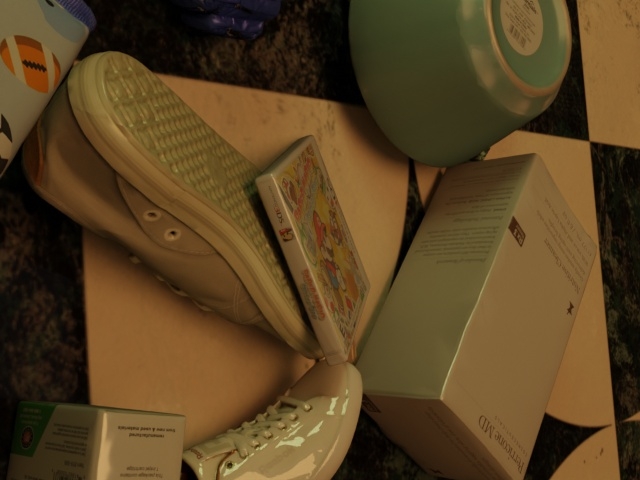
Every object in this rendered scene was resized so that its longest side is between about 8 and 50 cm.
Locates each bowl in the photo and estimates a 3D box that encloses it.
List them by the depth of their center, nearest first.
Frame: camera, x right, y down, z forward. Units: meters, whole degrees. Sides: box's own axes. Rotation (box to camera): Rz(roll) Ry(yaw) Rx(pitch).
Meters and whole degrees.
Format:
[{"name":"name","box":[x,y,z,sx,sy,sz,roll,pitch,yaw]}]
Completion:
[{"name":"bowl","box":[0.201,-0.255,1.070,0.311,0.163,0.312,3,85,-42]}]

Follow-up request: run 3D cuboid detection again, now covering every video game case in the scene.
[{"name":"video game case","box":[0.000,0.000,0.933,0.227,0.026,0.206,-60,130,-70]}]

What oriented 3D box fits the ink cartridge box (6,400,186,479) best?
[{"name":"ink cartridge box","box":[-0.198,0.244,0.705,0.086,0.153,0.209,16,75,-43]}]

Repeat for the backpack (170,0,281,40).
[{"name":"backpack","box":[-0.109,-0.270,0.896,0.120,0.098,0.101,4,101,-45]}]

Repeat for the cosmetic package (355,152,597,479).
[{"name":"cosmetic package","box":[0.210,0.098,1.109,0.217,0.156,0.385,47,54,-33]}]

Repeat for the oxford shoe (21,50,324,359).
[{"name":"oxford shoe","box":[-0.118,-0.007,0.843,0.449,0.130,0.169,45,26,-46]}]

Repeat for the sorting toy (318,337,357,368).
[{"name":"sorting toy","box":[0.018,0.121,1.023,0.062,0.012,0.083,-2,86,-46]}]

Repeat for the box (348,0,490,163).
[{"name":"box","box":[0.179,-0.300,1.202,0.322,0.058,0.232,51,54,-25]}]

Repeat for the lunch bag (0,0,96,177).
[{"name":"lunch bag","box":[-0.375,-0.128,0.466,0.385,0.239,0.328,44,32,-29]}]

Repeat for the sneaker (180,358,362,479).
[{"name":"sneaker","box":[-0.065,0.218,0.854,0.123,0.106,0.290,49,62,-25]}]
